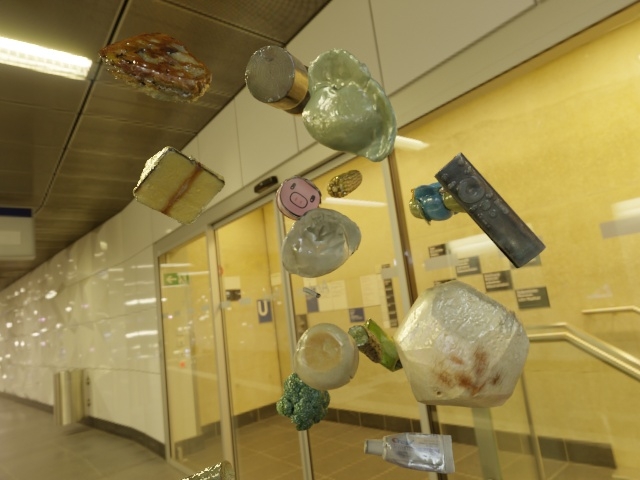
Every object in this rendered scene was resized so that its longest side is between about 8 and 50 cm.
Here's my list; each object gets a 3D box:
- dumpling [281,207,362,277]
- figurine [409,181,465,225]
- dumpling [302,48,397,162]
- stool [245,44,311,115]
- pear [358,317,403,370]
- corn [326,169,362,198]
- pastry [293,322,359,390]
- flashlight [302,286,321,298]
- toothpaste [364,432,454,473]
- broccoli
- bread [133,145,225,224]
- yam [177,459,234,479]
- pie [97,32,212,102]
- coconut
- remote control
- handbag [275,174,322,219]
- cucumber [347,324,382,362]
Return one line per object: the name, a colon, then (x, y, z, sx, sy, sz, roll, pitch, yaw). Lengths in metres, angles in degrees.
dumpling: (-0.004, 0.000, 1.397, 0.175, 0.227, 0.243, 0, 25, 41)
figurine: (0.431, -0.130, 1.401, 0.261, 0.154, 0.180, -1, -4, 23)
dumpling: (0.067, -0.339, 1.128, 0.320, 0.212, 0.270, 18, -9, 14)
stool: (-0.117, -0.538, 1.429, 0.179, 0.179, 0.264, -11, 2, 20)
pear: (0.289, 0.492, 1.910, 0.255, 0.164, 0.238, 32, -9, 8)
corn: (0.111, -0.247, 1.766, 0.101, 0.101, 0.291, -12, 15, 28)
pastry: (0.014, 0.272, 0.978, 0.156, 0.157, 0.092, -8, -20, 5)
flashlight: (-0.038, 0.225, 1.796, 0.083, 0.018, 0.018, 21, 28, 22)
toothpaste: (0.280, 0.670, 1.324, 0.282, 0.099, 0.068, 3, -5, 4)
broccoli: (-0.086, 0.732, 1.881, 0.270, 0.270, 0.269, -34, -23, 33)
bread: (-0.526, -0.204, 1.568, 0.236, 0.199, 0.263, -22, -38, 37)
yam: (-0.318, 0.661, 1.132, 0.169, 0.069, 0.068, -27, -14, 13)
pie: (-0.427, -0.460, 1.108, 0.308, 0.308, 0.086, -1, -44, -35)
coconut: (0.431, 0.349, 1.319, 0.414, 0.416, 0.344, -13, -26, 31)
remote control: (0.504, -0.090, 1.243, 0.107, 0.378, 0.044, -41, -1, 10)
handbag: (-0.094, -0.177, 1.798, 0.205, 0.179, 0.116, 32, -2, -16)
cucumber: (0.169, 0.366, 1.453, 0.072, 0.081, 0.303, 15, -19, 29)
